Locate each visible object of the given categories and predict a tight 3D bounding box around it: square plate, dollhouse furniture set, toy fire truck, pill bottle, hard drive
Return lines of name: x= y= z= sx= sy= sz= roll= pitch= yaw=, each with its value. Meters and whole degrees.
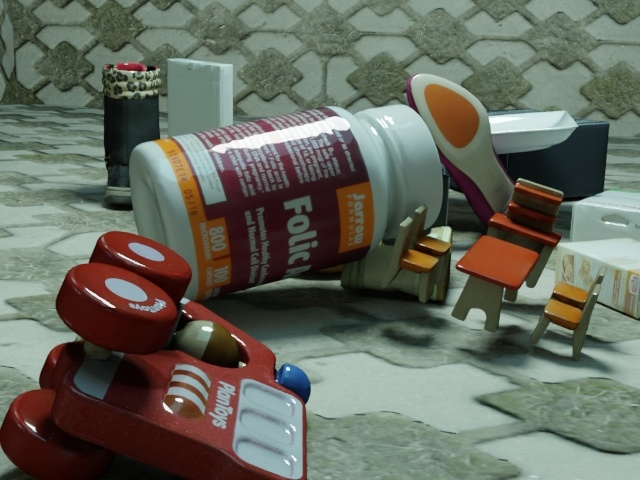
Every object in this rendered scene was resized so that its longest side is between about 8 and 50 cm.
square plate: x=0.331 y=-0.211 z=1.886 sx=0.347 sy=0.049 sz=0.344 roll=-5 pitch=11 yaw=12
dollhouse furniture set: x=0.248 y=0.014 z=1.240 sx=0.262 sy=0.135 sz=0.259 roll=20 pitch=22 yaw=16
toy fire truck: x=-0.130 y=0.129 z=0.870 sx=0.253 sy=0.169 sz=0.302 roll=25 pitch=12 yaw=-7
pill bottle: x=-0.045 y=-0.061 z=1.293 sx=0.392 sy=0.224 sz=0.224 roll=-14 pitch=19 yaw=-20
hard drive: x=-0.227 y=-0.179 z=1.752 sx=0.040 sy=0.308 sz=0.203 roll=-8 pitch=17 yaw=-35

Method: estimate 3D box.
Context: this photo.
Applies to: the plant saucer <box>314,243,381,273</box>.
plant saucer: x=0.000 y=0.000 z=1.535 sx=0.199 sy=0.037 sz=0.200 roll=4 pitch=29 yaw=-2

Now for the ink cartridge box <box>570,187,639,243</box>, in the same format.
ink cartridge box: x=0.570 y=-0.031 z=1.707 sx=0.160 sy=0.093 sz=0.219 roll=11 pitch=16 yaw=35

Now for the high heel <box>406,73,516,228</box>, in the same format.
high heel: x=0.255 y=-0.144 z=1.710 sx=0.127 sy=0.377 sz=0.181 roll=-45 pitch=15 yaw=-17

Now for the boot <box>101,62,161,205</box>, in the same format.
boot: x=-0.405 y=-0.242 z=2.041 sx=0.138 sy=0.284 sz=0.377 roll=1 pitch=14 yaw=-3

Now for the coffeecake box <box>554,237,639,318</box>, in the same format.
coffeecake box: x=0.466 y=0.052 z=1.399 sx=0.142 sy=0.068 sz=0.185 roll=-4 pitch=14 yaw=-23

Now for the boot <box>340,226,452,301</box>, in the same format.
boot: x=0.117 y=0.026 z=1.434 sx=0.165 sy=0.077 sz=0.213 roll=4 pitch=21 yaw=9

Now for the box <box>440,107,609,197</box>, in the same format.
box: x=0.471 y=-0.206 z=2.229 sx=0.296 sy=0.183 sz=0.294 roll=-7 pitch=16 yaw=-25

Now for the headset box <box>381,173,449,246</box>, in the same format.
headset box: x=0.087 y=-0.079 z=1.759 sx=0.246 sy=0.131 sz=0.283 roll=-1 pitch=14 yaw=-13
